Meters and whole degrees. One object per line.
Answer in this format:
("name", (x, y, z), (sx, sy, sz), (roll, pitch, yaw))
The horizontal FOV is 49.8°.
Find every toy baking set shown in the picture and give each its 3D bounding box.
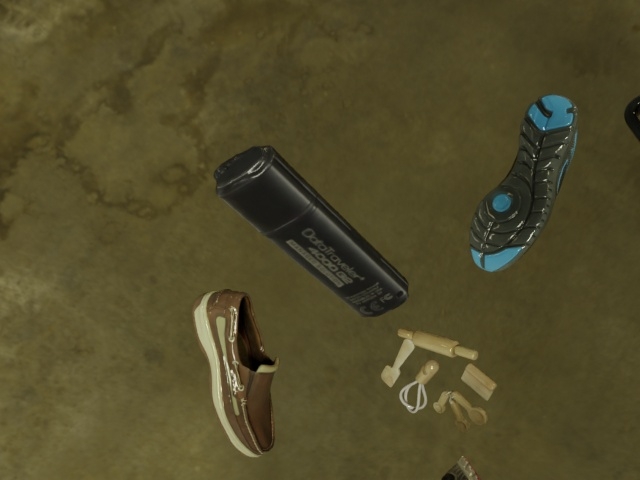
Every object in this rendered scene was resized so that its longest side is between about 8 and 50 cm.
("toy baking set", (0.198, 0.248, 1.234), (0.256, 0.197, 0.030), (17, 34, 41))

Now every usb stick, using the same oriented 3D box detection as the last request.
("usb stick", (0.000, 0.000, 0.729), (0.077, 0.278, 0.045), (-28, 42, 23))

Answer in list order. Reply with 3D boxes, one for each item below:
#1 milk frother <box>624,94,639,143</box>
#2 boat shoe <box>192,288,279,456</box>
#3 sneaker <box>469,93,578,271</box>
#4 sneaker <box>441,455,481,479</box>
("milk frother", (0.527, -0.209, 1.020), (0.129, 0.143, 0.135), (-18, 56, 6))
("boat shoe", (-0.106, 0.194, 0.997), (0.095, 0.095, 0.258), (-12, 102, 28))
("sneaker", (0.392, -0.090, 1.273), (0.125, 0.139, 0.341), (28, 90, 31))
("sneaker", (0.278, 0.482, 1.269), (0.074, 0.063, 0.170), (-34, 37, 2))
